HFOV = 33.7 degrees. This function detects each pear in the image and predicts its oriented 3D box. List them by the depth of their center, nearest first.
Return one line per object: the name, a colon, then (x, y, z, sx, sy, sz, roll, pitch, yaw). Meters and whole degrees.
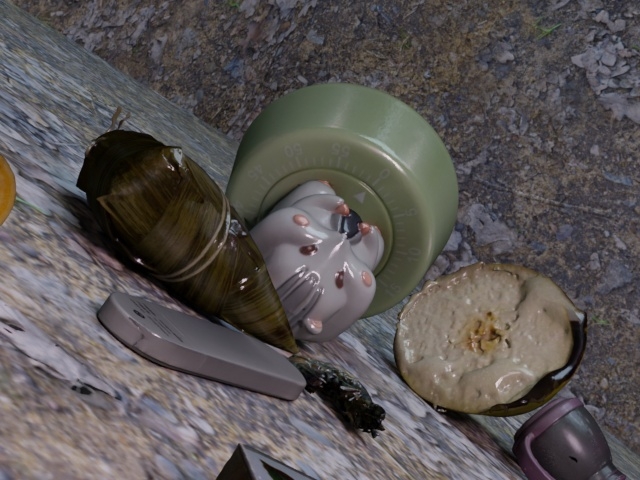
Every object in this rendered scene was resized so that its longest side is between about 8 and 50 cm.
pear: (0.247, 0.166, 1.466, 0.267, 0.267, 0.178, 40, -12, 41)

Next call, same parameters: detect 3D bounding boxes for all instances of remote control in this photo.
remote control: (-0.088, 0.088, 0.855, 0.077, 0.022, 0.245, 36, 5, 33)

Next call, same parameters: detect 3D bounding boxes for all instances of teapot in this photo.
teapot: (0.332, 0.287, 1.395, 0.146, 0.116, 0.148, 51, 6, 22)

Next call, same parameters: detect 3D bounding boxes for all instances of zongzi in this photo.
zongzi: (-0.136, -0.001, 1.051, 0.241, 0.111, 0.248, 54, -9, -24)

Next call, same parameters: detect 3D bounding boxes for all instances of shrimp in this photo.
shrimp: (0.011, 0.144, 0.997, 0.091, 0.034, 0.161, 21, 4, -24)

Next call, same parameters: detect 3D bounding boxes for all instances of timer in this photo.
timer: (0.000, 0.000, 1.215, 0.291, 0.290, 0.315, 36, 28, -5)

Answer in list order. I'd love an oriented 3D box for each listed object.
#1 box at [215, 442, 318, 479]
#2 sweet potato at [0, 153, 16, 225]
box: (0.092, 0.234, 0.559, 0.325, 0.047, 0.180, 35, 4, -22)
sweet potato: (-0.265, -0.052, 0.706, 0.077, 0.077, 0.244, 33, -4, -37)
